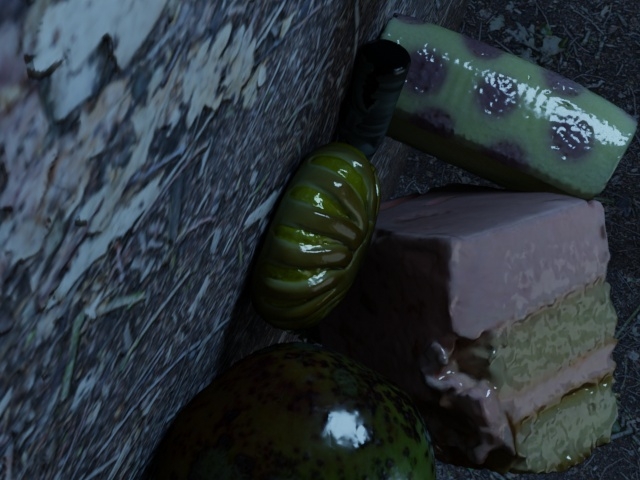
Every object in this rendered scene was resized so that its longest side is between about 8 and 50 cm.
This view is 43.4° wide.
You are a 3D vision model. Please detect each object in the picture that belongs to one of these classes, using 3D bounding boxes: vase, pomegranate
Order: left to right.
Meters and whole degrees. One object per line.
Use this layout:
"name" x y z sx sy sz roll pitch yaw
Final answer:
"pomegranate" -0.041 0.223 0.828 0.285 0.284 0.340 -66 -152 4
"vase" 0.053 -0.144 0.973 0.211 0.059 0.060 109 7 -50

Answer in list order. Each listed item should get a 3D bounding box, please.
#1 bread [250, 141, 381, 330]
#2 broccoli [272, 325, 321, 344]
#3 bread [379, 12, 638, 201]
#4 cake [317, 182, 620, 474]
"bread" 0.000 0.000 0.869 0.213 0.104 0.213 -62 172 -15
"broccoli" 0.022 0.103 1.188 0.226 0.198 0.176 -27 -173 -35
"bread" 0.223 -0.167 1.059 0.187 0.338 0.155 89 27 -83
"cake" 0.178 0.102 1.000 0.293 0.314 0.307 -13 103 -33
